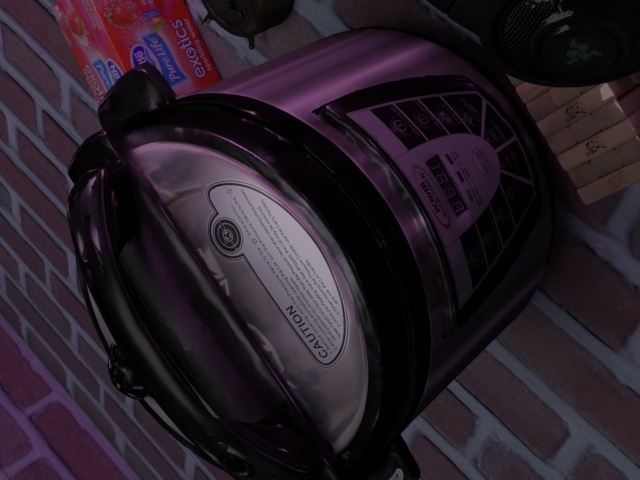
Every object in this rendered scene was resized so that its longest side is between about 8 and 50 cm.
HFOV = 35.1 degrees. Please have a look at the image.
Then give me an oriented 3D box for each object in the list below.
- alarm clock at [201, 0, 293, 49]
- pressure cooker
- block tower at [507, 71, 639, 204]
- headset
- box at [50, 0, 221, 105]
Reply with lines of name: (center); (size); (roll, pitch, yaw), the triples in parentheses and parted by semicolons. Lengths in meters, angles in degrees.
alarm clock: (-0.087, -0.309, 1.146); (0.129, 0.064, 0.192); (52, 145, 9)
pressure cooker: (-0.016, 0.022, 0.941); (0.370, 0.420, 0.375); (23, 125, 29)
block tower: (0.195, -0.188, 0.832); (0.335, 0.091, 0.097); (58, 149, 0)
headset: (0.210, -0.217, 0.666); (0.394, 0.243, 0.185); (33, 151, -1)
box: (-0.230, -0.229, 1.345); (0.123, 0.128, 0.256); (-6, 112, 56)
